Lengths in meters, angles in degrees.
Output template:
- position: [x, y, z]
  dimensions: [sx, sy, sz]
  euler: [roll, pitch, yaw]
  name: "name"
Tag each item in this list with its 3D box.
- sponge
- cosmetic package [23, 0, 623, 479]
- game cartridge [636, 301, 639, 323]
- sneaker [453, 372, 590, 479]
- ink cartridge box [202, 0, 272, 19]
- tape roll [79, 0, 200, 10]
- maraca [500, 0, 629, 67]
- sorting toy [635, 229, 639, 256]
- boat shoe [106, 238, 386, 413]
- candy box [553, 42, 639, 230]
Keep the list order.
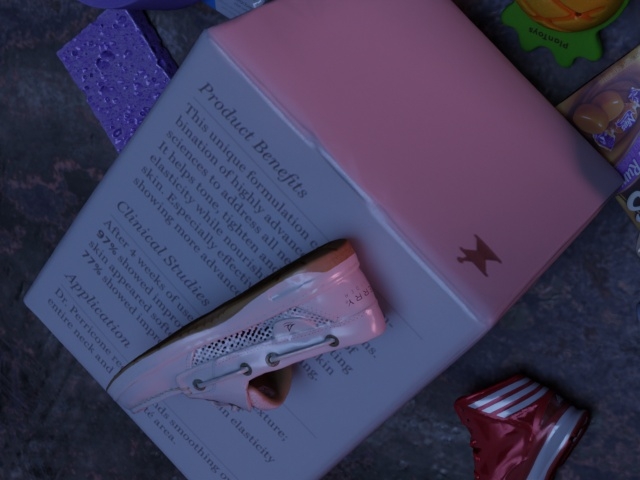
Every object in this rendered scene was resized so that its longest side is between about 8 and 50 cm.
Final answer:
- position: [-0.203, -0.157, 1.488]
  dimensions: [0.117, 0.031, 0.210]
  euler: [-31, 91, 31]
  name: "sponge"
- position: [0.000, 0.000, 1.240]
  dimensions: [0.329, 0.327, 0.394]
  euler: [47, 129, 5]
  name: "cosmetic package"
- position: [0.457, 0.152, 1.248]
  dimensions: [0.198, 0.062, 0.297]
  euler: [-28, 93, 35]
  name: "game cartridge"
- position: [0.184, 0.237, 1.408]
  dimensions: [0.128, 0.087, 0.221]
  euler: [38, 107, 21]
  name: "sneaker"
- position: [-0.065, -0.321, 1.347]
  dimensions: [0.104, 0.060, 0.180]
  euler: [34, 119, 14]
  name: "ink cartridge box"
- position: [-0.187, -0.374, 1.330]
  dimensions: [0.274, 0.090, 0.275]
  euler: [8, 102, 40]
  name: "tape roll"
- position: [0.226, -0.239, 1.211]
  dimensions: [0.127, 0.099, 0.186]
  euler: [29, 143, 18]
  name: "maraca"
- position: [0.428, -0.069, 1.124]
  dimensions: [0.255, 0.089, 0.257]
  euler: [16, 104, 14]
  name: "sorting toy"
- position: [-0.064, 0.098, 1.056]
  dimensions: [0.277, 0.098, 0.096]
  euler: [-30, 94, 37]
  name: "boat shoe"
- position: [0.320, -0.084, 1.238]
  dimensions: [0.109, 0.053, 0.187]
  euler: [-37, 89, 31]
  name: "candy box"
